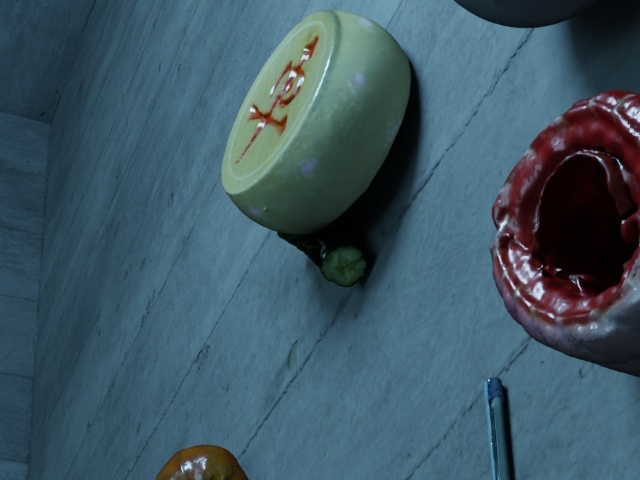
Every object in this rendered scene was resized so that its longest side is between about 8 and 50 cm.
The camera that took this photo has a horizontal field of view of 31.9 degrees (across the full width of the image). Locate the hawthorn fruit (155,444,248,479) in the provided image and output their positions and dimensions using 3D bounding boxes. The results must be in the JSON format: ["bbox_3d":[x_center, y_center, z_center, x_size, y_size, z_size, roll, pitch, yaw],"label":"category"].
[{"bbox_3d":[-0.145,0.302,1.333,0.128,0.128,0.128,-167,90,-68],"label":"hawthorn fruit"}]

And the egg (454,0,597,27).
[{"bbox_3d":[0.157,-0.269,0.860,0.176,0.176,0.232,-52,24,45],"label":"egg"}]

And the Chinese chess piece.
[{"bbox_3d":[-0.010,-0.129,1.208,0.251,0.097,0.251,-46,28,33],"label":"Chinese chess piece"}]

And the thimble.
[{"bbox_3d":[0.200,0.000,0.674,0.189,0.125,0.163,27,100,67],"label":"thimble"}]

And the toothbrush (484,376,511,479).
[{"bbox_3d":[0.139,0.207,0.845,0.019,0.016,0.219,123,150,-57],"label":"toothbrush"}]

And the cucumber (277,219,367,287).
[{"bbox_3d":[0.000,-0.001,1.235,0.187,0.058,0.058,39,113,65],"label":"cucumber"}]
